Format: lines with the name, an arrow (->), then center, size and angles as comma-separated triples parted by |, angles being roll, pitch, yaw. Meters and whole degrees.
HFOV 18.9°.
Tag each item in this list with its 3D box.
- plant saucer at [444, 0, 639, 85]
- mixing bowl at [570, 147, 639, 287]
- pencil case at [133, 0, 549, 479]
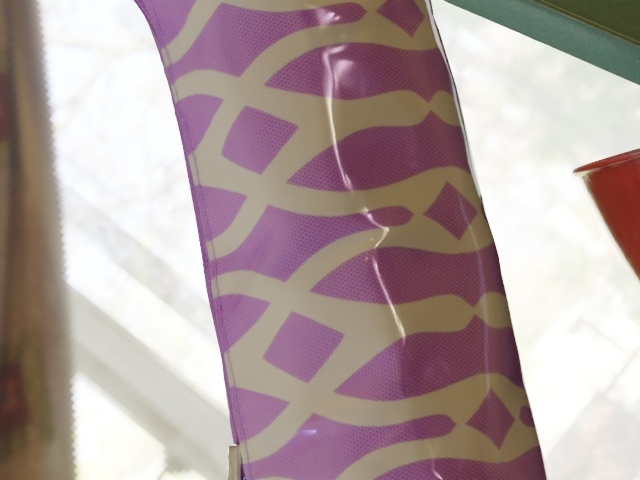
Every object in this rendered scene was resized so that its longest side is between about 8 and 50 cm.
plant saucer -> 0.070, -0.118, 0.751 | 0.018, 0.192, 0.067 | 115, 179, -64
mixing bowl -> 0.189, 0.000, 0.683 | 0.181, 0.098, 0.181 | -14, -2, -1
pencil case -> 0.000, 0.000, 0.495 | 0.088, 0.206, 0.086 | -10, -13, -5
